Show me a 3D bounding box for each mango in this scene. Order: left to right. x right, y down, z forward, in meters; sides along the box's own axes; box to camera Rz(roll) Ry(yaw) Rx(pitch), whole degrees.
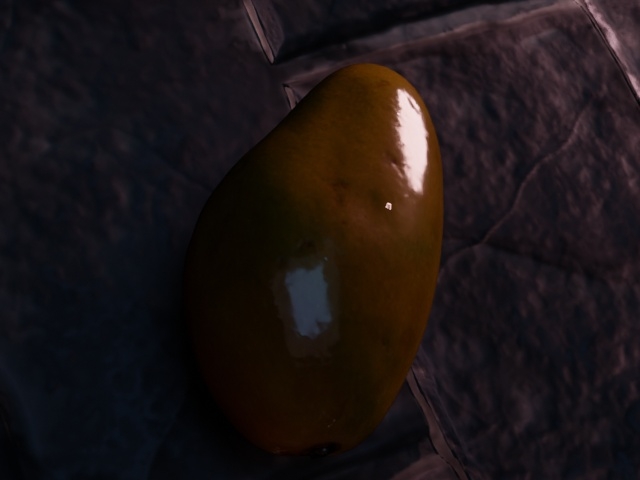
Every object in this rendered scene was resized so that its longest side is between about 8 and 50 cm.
[{"bbox_3d":[0.000,0.000,0.982,0.138,0.113,0.253,24,58,-12],"label":"mango"}]
